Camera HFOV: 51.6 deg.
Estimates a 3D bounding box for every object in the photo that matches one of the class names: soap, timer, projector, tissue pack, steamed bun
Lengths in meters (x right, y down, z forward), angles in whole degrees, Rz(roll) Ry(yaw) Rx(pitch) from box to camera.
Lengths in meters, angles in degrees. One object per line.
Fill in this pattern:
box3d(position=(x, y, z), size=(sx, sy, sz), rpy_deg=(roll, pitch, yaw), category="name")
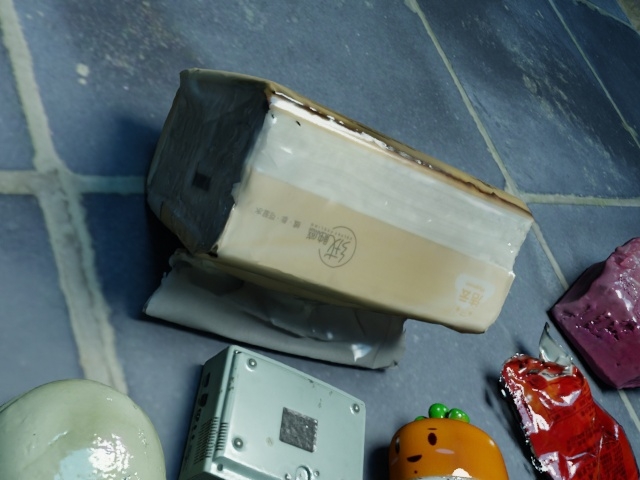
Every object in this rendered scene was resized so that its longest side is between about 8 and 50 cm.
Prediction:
box3d(position=(0.516, 0.110, 1.058), size=(0.325, 0.127, 0.220), rpy_deg=(-28, 79, -47), category="soap")
box3d(position=(0.123, 0.214, 0.631), size=(0.136, 0.099, 0.136), rpy_deg=(30, 49, -41), category="timer")
box3d(position=(-0.032, 0.167, 0.550), size=(0.147, 0.061, 0.115), rpy_deg=(29, 46, -24), category="projector")
box3d(position=(0.000, 0.000, 0.624), size=(0.306, 0.238, 0.238), rpy_deg=(19, 50, -34), category="tissue pack")
box3d(position=(-0.156, 0.143, 0.422), size=(0.130, 0.091, 0.112), rpy_deg=(13, 51, -37), category="steamed bun")

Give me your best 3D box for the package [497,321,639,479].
box3d(position=(0.320, 0.243, 0.827), size=(0.194, 0.071, 0.269), rpy_deg=(-25, 83, -35), category="package")
